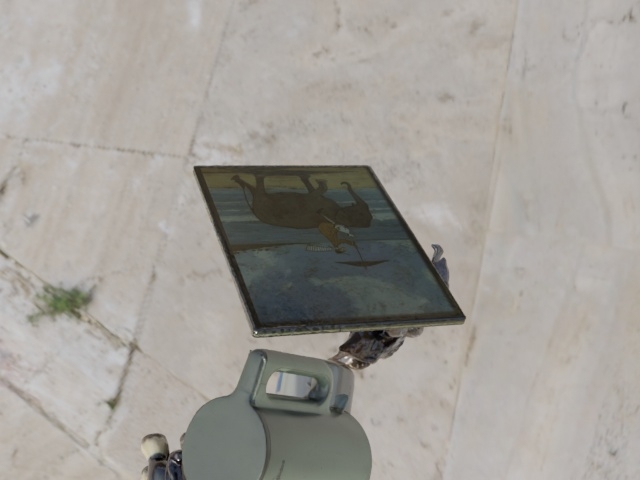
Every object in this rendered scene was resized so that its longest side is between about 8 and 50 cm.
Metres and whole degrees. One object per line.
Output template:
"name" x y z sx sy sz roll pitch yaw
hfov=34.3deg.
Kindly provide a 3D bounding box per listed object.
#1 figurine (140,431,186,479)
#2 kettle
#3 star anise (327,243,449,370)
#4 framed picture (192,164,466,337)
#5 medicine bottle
"figurine" -0.194 0.466 1.485 0.241 0.412 0.306 10 105 -20
"kettle" -0.028 0.170 0.856 0.127 0.148 0.098 -45 55 15
"star anise" 0.120 0.105 1.513 0.081 0.230 0.262 42 54 10
"framed picture" 0.000 0.000 1.300 0.265 0.016 0.347 -1 36 -19
"medicine bottle" -0.015 0.243 1.342 0.105 0.105 0.168 4 67 12
